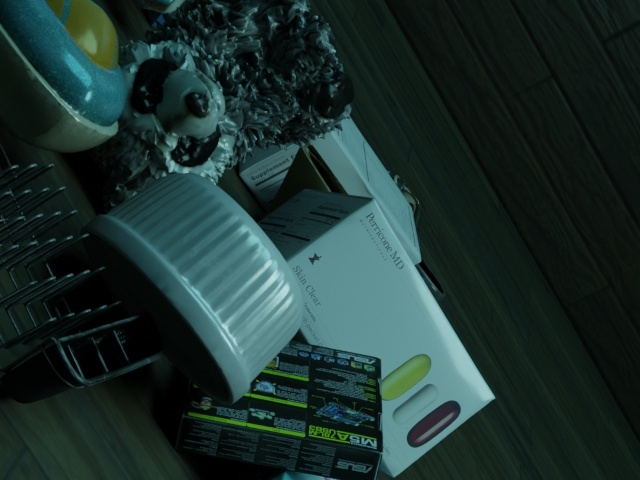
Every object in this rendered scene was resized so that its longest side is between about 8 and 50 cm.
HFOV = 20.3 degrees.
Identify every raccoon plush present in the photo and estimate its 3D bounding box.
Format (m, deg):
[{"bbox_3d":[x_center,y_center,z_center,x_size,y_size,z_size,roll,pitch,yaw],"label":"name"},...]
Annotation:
[{"bbox_3d":[-0.147,-0.108,1.900,0.216,0.299,0.446,50,-18,9],"label":"raccoon plush"}]

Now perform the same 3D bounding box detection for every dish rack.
[{"bbox_3d":[-0.245,0.000,1.439,0.271,0.074,0.208,62,13,3],"label":"dish rack"}]

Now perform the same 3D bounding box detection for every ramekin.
[{"bbox_3d":[-0.107,0.036,1.596,0.207,0.109,0.207,45,-15,16],"label":"ramekin"}]

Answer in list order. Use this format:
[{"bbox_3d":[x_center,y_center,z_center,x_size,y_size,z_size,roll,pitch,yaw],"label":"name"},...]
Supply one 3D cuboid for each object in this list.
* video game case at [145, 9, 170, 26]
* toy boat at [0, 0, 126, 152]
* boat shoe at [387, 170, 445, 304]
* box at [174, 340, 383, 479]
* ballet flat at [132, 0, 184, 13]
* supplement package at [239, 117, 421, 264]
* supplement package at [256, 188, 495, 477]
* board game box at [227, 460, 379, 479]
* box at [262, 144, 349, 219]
[{"bbox_3d":[-0.196,-0.364,2.209,0.015,0.119,0.166,6,52,-40],"label":"video game case"},{"bbox_3d":[-0.274,-0.217,1.540,0.318,0.148,0.267,42,12,-44],"label":"toy boat"},{"bbox_3d":[0.079,-0.034,2.516,0.355,0.130,0.132,67,15,19],"label":"boat shoe"},{"bbox_3d":[-0.035,0.154,1.703,0.184,0.190,0.045,-88,-170,-62],"label":"box"},{"bbox_3d":[-0.253,-0.449,2.156,0.409,0.147,0.147,64,14,7],"label":"ballet flat"},{"bbox_3d":[0.010,-0.064,2.325,0.244,0.134,0.139,54,16,-29],"label":"supplement package"},{"bbox_3d":[0.030,0.094,1.923,0.262,0.145,0.204,57,-15,-16],"label":"supplement package"},{"bbox_3d":[0.008,0.310,1.733,0.254,0.079,0.336,58,14,-13],"label":"board game box"},{"bbox_3d":[0.000,0.000,2.099,0.164,0.021,0.201,55,-28,14],"label":"box"}]
